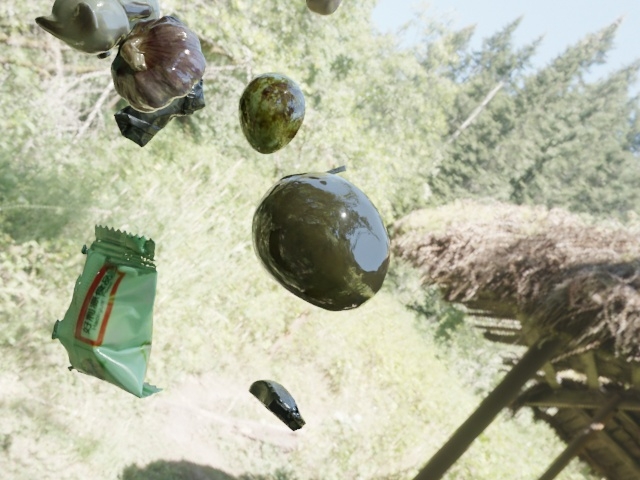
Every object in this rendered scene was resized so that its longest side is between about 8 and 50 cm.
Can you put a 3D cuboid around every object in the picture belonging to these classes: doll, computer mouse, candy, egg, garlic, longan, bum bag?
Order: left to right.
[{"bbox_3d":[-0.628,-0.669,1.753,0.214,0.370,0.226,0,-48,21],"label":"doll"},{"bbox_3d":[-0.489,0.167,1.423,0.262,0.398,0.172,12,7,26],"label":"candy"},{"bbox_3d":[-0.392,-0.419,1.378,0.245,0.245,0.160,45,6,35],"label":"garlic"},{"bbox_3d":[-0.543,-0.458,2.054,0.144,0.340,0.095,58,-13,-23],"label":"bum bag"},{"bbox_3d":[-0.173,-0.444,2.080,0.238,0.290,0.238,8,-8,1],"label":"egg"},{"bbox_3d":[-0.111,0.414,1.540,0.122,0.073,0.217,48,-16,-23],"label":"computer mouse"},{"bbox_3d":[0.000,0.000,1.579,0.404,0.336,0.405,34,-34,27],"label":"longan"}]

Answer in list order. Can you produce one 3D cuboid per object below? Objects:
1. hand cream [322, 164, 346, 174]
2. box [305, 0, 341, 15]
[{"bbox_3d":[0.042,-0.227,1.959,0.019,0.093,0.030,52,30,-39],"label":"hand cream"},{"bbox_3d":[0.025,-0.908,2.131,0.146,0.200,0.088,26,6,38],"label":"box"}]
